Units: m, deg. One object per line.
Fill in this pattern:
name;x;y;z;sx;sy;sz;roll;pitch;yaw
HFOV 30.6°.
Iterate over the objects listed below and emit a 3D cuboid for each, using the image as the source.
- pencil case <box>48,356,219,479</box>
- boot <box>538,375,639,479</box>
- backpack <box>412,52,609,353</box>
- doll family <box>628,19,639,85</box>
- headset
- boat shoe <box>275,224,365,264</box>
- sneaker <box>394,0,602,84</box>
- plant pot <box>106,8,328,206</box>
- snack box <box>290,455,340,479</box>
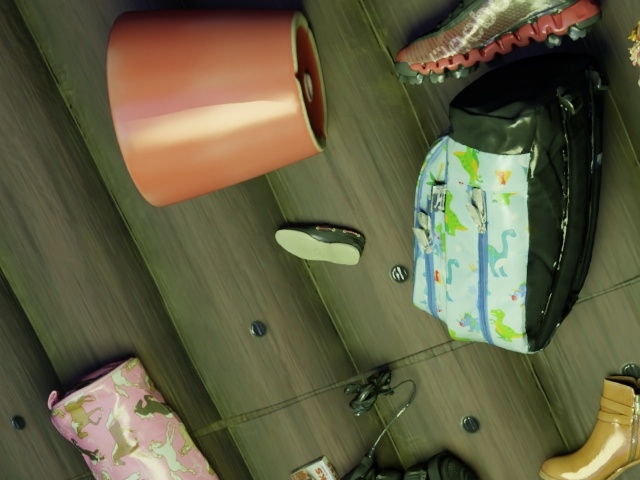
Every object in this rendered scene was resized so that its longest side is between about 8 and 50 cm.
pencil case;-0.271;0.370;1.848;0.160;0.167;0.386;-26;95;47
boot;0.399;0.265;1.629;0.197;0.073;0.152;-5;105;8
backpack;0.243;-0.032;1.501;0.273;0.290;0.355;-4;111;29
doll family;0.457;-0.208;1.407;0.163;0.263;0.118;62;151;20
headset;0.115;0.386;1.698;0.243;0.185;0.394;-8;94;20
boat shoe;0.000;0.001;1.707;0.133;0.042;0.049;11;134;17
sneaker;0.215;-0.291;1.513;0.276;0.097;0.135;-18;99;21
plant pot;-0.127;-0.195;1.587;0.243;0.275;0.275;-8;103;10
snack box;0.026;0.427;1.833;0.064;0.022;0.178;-30;94;23
